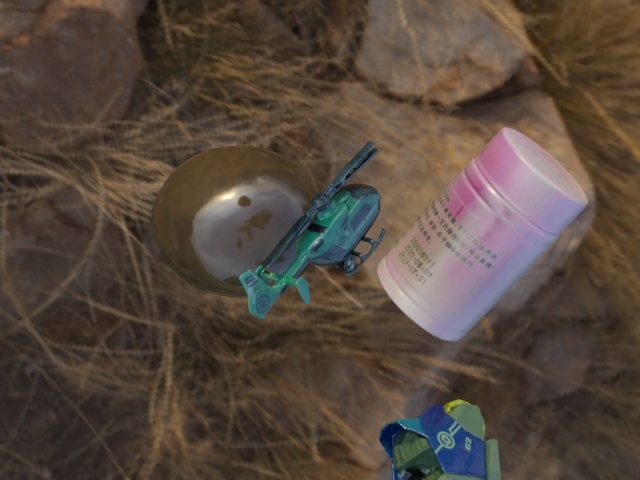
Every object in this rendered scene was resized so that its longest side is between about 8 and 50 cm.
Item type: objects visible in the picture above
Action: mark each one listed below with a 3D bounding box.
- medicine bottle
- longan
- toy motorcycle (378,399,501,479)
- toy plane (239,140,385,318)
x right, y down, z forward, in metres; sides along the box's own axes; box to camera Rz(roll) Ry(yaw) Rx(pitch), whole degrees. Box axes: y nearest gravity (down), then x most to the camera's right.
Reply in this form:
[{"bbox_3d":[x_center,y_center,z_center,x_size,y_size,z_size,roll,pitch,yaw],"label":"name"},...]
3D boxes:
[{"bbox_3d":[0.208,-0.007,1.618,0.152,0.152,0.254,25,116,-39],"label":"medicine bottle"},{"bbox_3d":[-0.098,-0.023,1.534,0.220,0.196,0.196,5,112,-5],"label":"longan"},{"bbox_3d":[0.189,0.397,2.066,0.200,0.326,0.191,22,140,-23],"label":"toy motorcycle"},{"bbox_3d":[0.000,0.000,1.292,0.235,0.060,0.096,-50,142,-30],"label":"toy plane"}]
